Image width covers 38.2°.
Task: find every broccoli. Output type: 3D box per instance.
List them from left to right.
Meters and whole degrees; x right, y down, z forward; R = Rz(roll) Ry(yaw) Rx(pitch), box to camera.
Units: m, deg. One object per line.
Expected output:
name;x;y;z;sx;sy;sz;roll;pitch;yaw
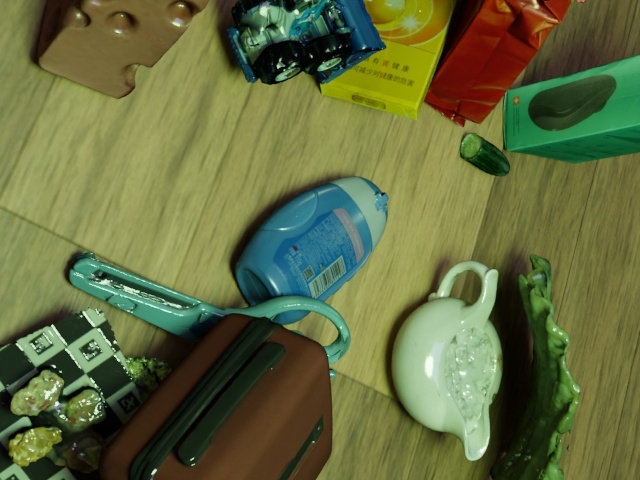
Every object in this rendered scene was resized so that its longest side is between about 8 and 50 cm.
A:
broccoli;-0.216;0.184;1.127;0.097;0.095;0.092;71;19;-48

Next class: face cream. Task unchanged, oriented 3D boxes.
face cream;0.000;0.000;1.306;0.264;0.083;0.149;-39;113;-33

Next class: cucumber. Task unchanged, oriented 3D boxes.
cucumber;0.284;-0.139;1.560;0.105;0.048;0.048;26;72;-34

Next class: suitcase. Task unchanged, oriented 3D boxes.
suitcase;-0.110;0.250;1.081;0.297;0.161;0.236;-48;145;-44

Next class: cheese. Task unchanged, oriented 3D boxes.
cheese;-0.244;-0.262;1.098;0.128;0.203;0.177;19;107;-37

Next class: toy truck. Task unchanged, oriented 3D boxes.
toy truck;-0.024;-0.276;1.272;0.208;0.126;0.113;-19;81;-32

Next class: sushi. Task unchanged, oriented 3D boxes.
sushi;-0.295;0.206;1.051;0.193;0.040;0.210;-26;105;-14

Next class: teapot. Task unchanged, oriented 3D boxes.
teapot;0.205;0.179;1.422;0.204;0.139;0.298;3;86;-35

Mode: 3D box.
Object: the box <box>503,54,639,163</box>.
box;0.490;-0.215;1.558;0.205;0.311;0.118;2;84;-38

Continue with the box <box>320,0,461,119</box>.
box;0.116;-0.318;1.386;0.043;0.152;0.269;78;31;-68

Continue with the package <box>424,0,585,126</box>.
package;0.277;-0.337;1.373;0.123;0.423;0.196;22;70;-5

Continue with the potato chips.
potato chips;0.331;0.232;1.451;0.373;0.097;0.389;-48;144;-75

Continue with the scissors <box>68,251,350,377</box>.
scissors;-0.136;0.107;1.184;0.393;0.032;0.180;27;108;-26
